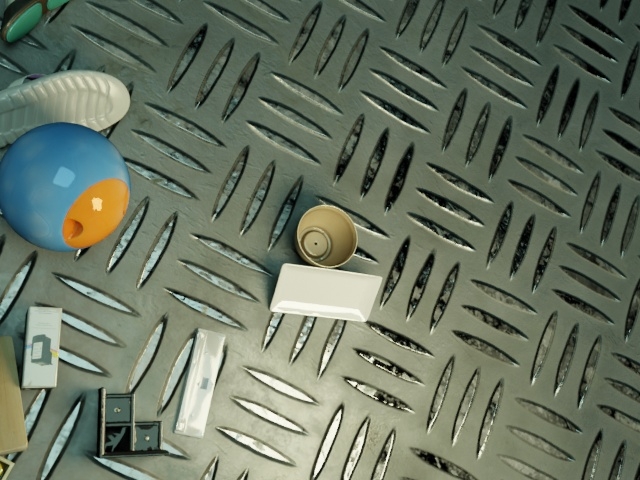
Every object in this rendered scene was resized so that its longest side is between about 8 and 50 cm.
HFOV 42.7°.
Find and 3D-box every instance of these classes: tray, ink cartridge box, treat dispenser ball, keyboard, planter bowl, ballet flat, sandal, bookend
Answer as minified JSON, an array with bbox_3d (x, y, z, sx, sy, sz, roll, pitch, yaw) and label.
[{"bbox_3d":[0.012,0.130,2.094,0.270,0.030,0.145,8,116,-18],"label":"tray"},{"bbox_3d":[-0.619,0.241,1.811,0.072,0.127,0.175,5,77,-22],"label":"ink cartridge box"},{"bbox_3d":[-0.571,-0.119,1.826,0.288,0.288,0.288,5,76,-19],"label":"treat dispenser ball"},{"bbox_3d":[-0.290,0.343,1.974,0.072,0.014,0.256,18,72,-21],"label":"keyboard"},{"bbox_3d":[0.000,0.000,2.107,0.162,0.109,0.162,5,75,-20],"label":"planter bowl"},{"bbox_3d":[-0.700,-0.587,2.001,0.096,0.095,0.280,38,57,2],"label":"ballet flat"},{"bbox_3d":[-0.664,-0.326,1.936,0.416,0.169,0.102,-15,43,-23],"label":"sandal"},{"bbox_3d":[-0.428,0.415,1.871,0.157,0.072,0.156,4,76,-20],"label":"bookend"}]

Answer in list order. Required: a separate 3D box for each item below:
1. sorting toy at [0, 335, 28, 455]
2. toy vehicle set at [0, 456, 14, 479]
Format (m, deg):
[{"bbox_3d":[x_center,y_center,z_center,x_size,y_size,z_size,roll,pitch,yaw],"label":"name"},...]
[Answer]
[{"bbox_3d":[-0.763,0.354,1.721,0.255,0.089,0.257,-9,61,-20],"label":"sorting toy"},{"bbox_3d":[-0.790,0.556,1.723,0.166,0.035,0.267,30,69,-11],"label":"toy vehicle set"}]
